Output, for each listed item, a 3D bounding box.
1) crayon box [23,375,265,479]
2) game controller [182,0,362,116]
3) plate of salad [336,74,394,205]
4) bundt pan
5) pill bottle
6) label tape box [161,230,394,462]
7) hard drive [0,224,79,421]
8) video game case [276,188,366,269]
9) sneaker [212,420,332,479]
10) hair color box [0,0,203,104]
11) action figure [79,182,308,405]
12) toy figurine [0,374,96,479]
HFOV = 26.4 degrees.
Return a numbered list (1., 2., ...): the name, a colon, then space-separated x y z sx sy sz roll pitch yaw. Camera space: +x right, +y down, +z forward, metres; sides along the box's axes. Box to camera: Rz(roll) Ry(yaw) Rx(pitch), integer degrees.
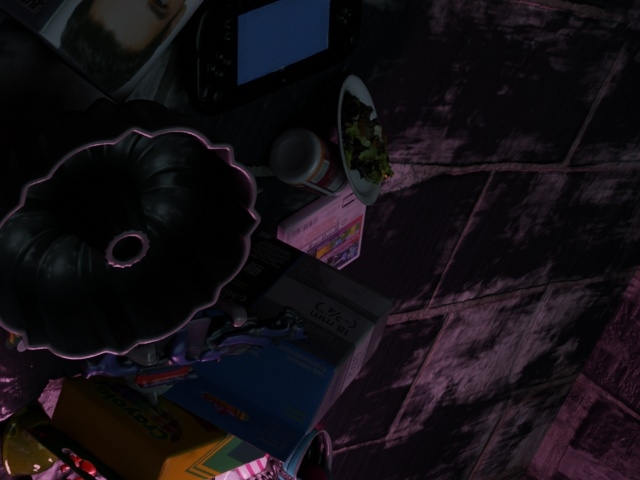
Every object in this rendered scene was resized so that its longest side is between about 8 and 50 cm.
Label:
1. crayon box: -0.228 0.257 1.900 0.318 0.202 0.081 -12 129 -57
2. game controller: -0.057 -0.280 1.811 0.319 0.067 0.166 -29 143 -39
3. plate of salad: 0.070 -0.153 2.061 0.200 0.048 0.200 -5 90 -69
4. bundt pan: -0.241 -0.026 1.558 0.331 0.124 0.331 -19 135 -19
5. pill bottle: -0.007 -0.113 2.046 0.086 0.086 0.152 -58 152 6
6. label tape box: -0.067 0.142 1.977 0.334 0.240 0.106 -46 158 -54
7. hard drive: -0.391 0.079 1.698 0.237 0.064 0.339 -34 146 -33
8. video game case: 0.000 0.000 2.247 0.201 0.023 0.183 -33 145 -35
9. sneaker: -0.073 0.413 2.418 0.124 0.178 0.295 -6 126 -54
10. hair color box: -0.180 -0.354 1.494 0.374 0.113 0.185 -52 152 -3
11. action figure: -0.180 0.061 1.820 0.341 0.178 0.330 1 114 -38
12. toy figurine: -0.336 0.399 1.966 0.191 0.217 0.362 -28 143 -39
